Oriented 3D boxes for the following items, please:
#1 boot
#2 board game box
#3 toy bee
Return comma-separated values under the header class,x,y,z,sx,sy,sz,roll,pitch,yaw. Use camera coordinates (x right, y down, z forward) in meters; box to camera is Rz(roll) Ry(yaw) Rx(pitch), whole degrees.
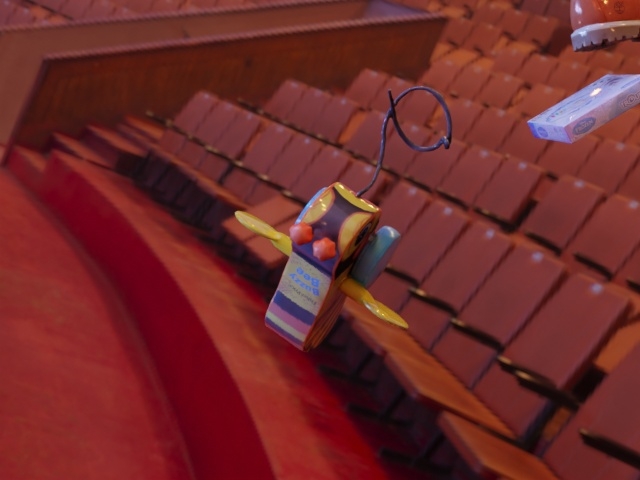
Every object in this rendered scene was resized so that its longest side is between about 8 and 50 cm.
class,x,y,z,sx,sy,sz,roll,pitch,yaw
boot,0.293,-0.224,0.924,0.158,0.084,0.059,-11,-1,-29
board game box,0.242,-0.119,0.903,0.020,0.090,0.090,60,-2,-11
toy bee,0.000,0.000,0.982,0.195,0.298,0.162,15,26,23
